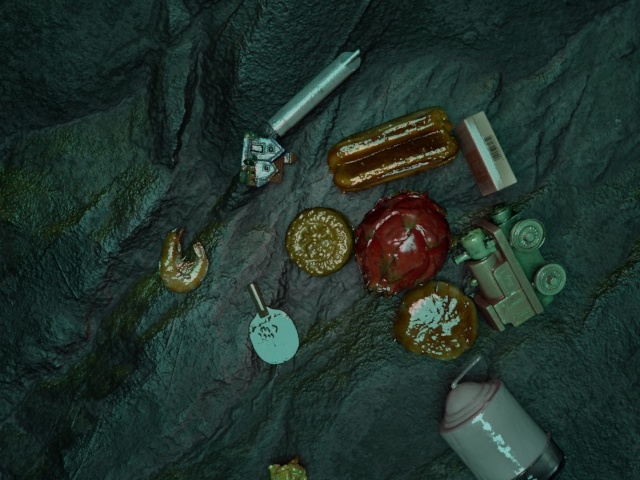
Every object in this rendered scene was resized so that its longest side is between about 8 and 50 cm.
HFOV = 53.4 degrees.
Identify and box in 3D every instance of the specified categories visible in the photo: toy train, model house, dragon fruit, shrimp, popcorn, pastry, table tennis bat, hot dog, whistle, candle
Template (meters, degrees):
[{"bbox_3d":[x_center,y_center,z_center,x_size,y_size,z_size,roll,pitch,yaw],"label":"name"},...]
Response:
[{"bbox_3d":[0.468,0.064,1.604,0.221,0.150,0.304,-32,106,0],"label":"toy train"},{"bbox_3d":[-0.136,-0.212,1.693,0.148,0.119,0.148,5,90,-4],"label":"model house"},{"bbox_3d":[0.205,0.014,1.604,0.244,0.244,0.299,23,97,4],"label":"dragon fruit"},{"bbox_3d":[-0.375,0.051,1.742,0.132,0.051,0.188,0,95,-15],"label":"shrimp"},{"bbox_3d":[-0.089,0.633,1.699,0.096,0.089,0.109,24,102,-31],"label":"popcorn"},{"bbox_3d":[0.295,0.215,1.661,0.228,0.100,0.219,-22,91,3],"label":"pastry"},{"bbox_3d":[-0.142,0.224,1.735,0.131,0.022,0.235,-23,91,5],"label":"table tennis bat"},{"bbox_3d":[0.188,-0.230,1.664,0.348,0.117,0.158,-20,85,6],"label":"hot dog"},{"bbox_3d":[-0.012,-0.400,1.705,0.312,0.062,0.062,-42,87,3],"label":"whistle"},{"bbox_3d":[0.000,0.000,1.670,0.188,0.103,0.189,0,90,15],"label":"pastry"},{"bbox_3d":[0.431,0.485,1.597,0.221,0.221,0.342,-41,84,3],"label":"candle"}]

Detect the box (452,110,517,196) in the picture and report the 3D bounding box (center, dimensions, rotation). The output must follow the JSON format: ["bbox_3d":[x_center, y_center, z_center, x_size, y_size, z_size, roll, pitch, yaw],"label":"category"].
[{"bbox_3d":[0.418,-0.220,1.635,0.058,0.141,0.201,-26,90,-2],"label":"box"}]
